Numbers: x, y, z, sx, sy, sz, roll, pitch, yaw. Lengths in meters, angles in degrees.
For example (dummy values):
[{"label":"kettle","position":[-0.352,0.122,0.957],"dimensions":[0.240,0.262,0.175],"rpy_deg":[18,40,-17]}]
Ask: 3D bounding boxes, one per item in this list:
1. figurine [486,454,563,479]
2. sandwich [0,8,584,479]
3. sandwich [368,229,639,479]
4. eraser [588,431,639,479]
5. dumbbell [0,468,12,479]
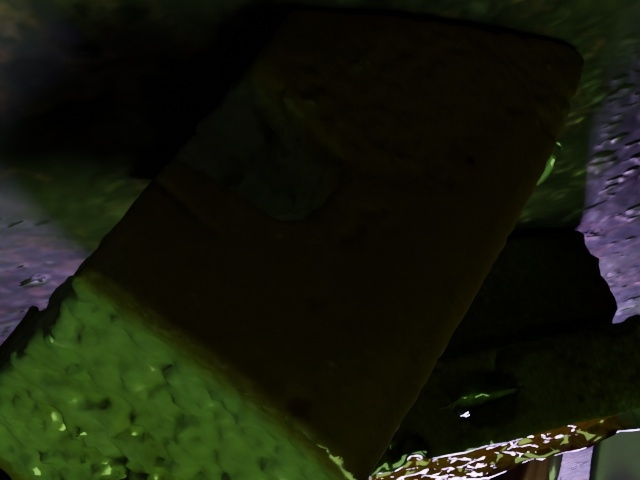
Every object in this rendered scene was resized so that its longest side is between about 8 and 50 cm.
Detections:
[{"label":"figurine","position":[0.093,0.147,0.797],"dimensions":[0.157,0.126,0.114],"rpy_deg":[-15,113,-7]},{"label":"sandwich","position":[0.000,0.000,0.411],"dimensions":[0.236,0.128,0.122],"rpy_deg":[-54,-176,-40]},{"label":"sandwich","position":[0.047,0.083,0.643],"dimensions":[0.292,0.109,0.212],"rpy_deg":[-19,163,11]},{"label":"eraser","position":[0.410,0.224,1.203],"dimensions":[0.213,0.082,0.397],"rpy_deg":[-25,155,19]},{"label":"dumbbell","position":[-0.230,0.193,0.645],"dimensions":[0.143,0.143,0.325],"rpy_deg":[8,146,-44]}]
